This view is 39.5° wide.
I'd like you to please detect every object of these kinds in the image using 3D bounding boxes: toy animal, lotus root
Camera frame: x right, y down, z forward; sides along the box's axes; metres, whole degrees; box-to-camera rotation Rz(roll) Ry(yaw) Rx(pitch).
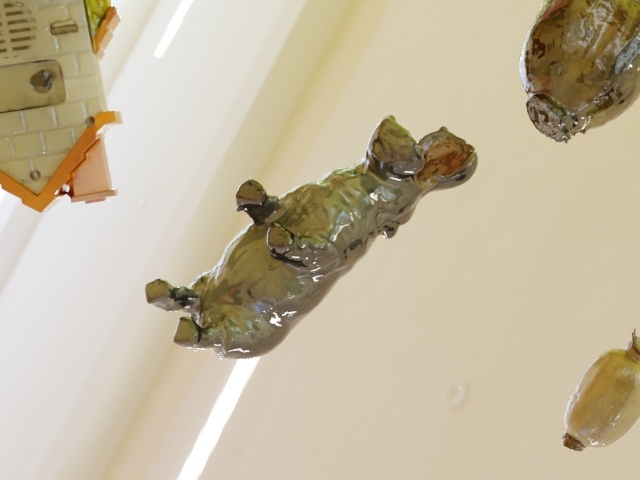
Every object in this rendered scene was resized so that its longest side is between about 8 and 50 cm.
[{"bbox_3d":[-0.002,-0.009,0.861,0.343,0.168,0.106,-38,-119,5],"label":"toy animal"},{"bbox_3d":[0.304,0.162,0.934,0.150,0.073,0.062,-62,-173,17],"label":"lotus root"},{"bbox_3d":[0.193,-0.146,0.613,0.179,0.089,0.080,-62,175,-13],"label":"lotus root"}]

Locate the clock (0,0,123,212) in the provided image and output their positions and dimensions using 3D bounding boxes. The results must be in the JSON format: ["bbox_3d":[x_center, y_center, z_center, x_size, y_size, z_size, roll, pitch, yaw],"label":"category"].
[{"bbox_3d":[-0.304,-0.155,0.896,0.106,0.220,0.255,-138,-140,-79],"label":"clock"}]
